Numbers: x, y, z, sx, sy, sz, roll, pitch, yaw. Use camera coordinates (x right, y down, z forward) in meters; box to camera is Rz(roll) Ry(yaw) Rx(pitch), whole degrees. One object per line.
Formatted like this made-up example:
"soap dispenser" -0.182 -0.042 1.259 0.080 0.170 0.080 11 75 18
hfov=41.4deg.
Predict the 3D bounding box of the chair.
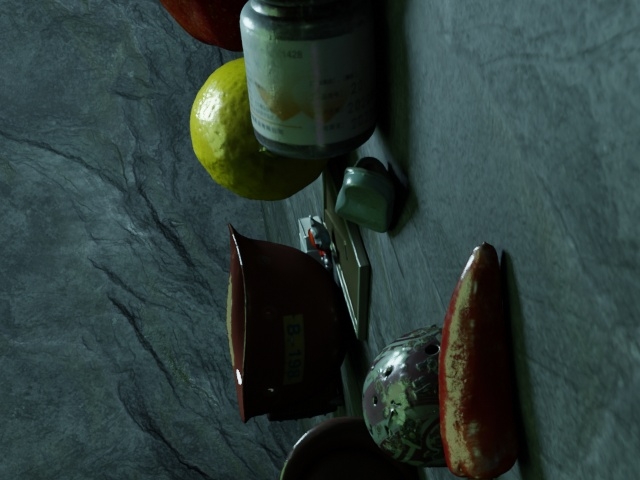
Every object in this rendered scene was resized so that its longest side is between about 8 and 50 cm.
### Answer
"chair" 0.034 0.434 1.331 0.401 0.226 0.226 96 163 -62

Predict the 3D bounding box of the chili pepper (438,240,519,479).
"chili pepper" 0.141 0.133 0.760 0.063 0.071 0.272 -17 -74 -58

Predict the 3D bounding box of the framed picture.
"framed picture" 0.040 0.002 1.493 0.211 0.020 0.289 90 168 -49

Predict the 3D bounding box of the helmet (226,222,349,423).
"helmet" -0.061 0.153 1.637 0.337 0.230 0.385 -141 50 -77

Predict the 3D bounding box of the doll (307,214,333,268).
"doll" 0.001 0.000 1.570 0.057 0.039 0.114 -64 -35 -48

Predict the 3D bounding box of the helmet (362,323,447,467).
"helmet" 0.101 0.178 0.944 0.177 0.107 0.153 91 169 -57

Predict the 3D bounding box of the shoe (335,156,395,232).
"shoe" 0.066 -0.067 1.091 0.195 0.079 0.078 79 -145 -79

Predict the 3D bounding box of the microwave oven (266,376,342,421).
"microwave oven" -0.060 0.293 1.987 0.247 0.178 0.188 -121 23 -71

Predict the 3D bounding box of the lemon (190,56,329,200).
"lemon" -0.097 -0.192 1.433 0.320 0.245 0.245 -115 17 -69

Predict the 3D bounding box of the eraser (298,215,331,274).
"eraser" -0.007 0.068 1.799 0.095 0.052 0.225 -111 14 -62

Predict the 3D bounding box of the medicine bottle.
"medicine bottle" -0.015 -0.251 1.037 0.165 0.165 0.273 -110 12 -54

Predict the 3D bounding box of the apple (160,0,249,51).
"apple" -0.149 -0.469 1.326 0.288 0.288 0.317 -110 -2 -54
